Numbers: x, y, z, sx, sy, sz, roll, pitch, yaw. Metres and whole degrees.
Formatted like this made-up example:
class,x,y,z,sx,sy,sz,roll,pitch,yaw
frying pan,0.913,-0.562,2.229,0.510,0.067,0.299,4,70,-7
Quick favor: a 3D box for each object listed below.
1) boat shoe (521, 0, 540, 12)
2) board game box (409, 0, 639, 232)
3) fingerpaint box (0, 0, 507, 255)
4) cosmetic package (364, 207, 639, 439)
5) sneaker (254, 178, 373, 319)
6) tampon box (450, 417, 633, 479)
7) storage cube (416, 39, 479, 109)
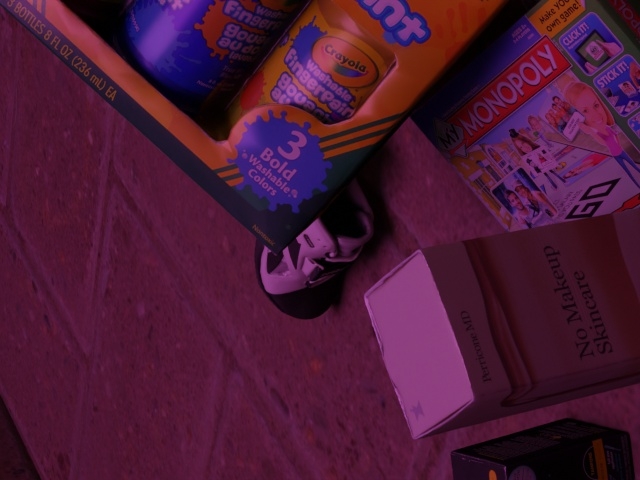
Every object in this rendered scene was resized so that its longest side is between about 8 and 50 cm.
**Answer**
class,x,y,z,sx,sy,sz,roll,pitch,yaw
boat shoe,0.247,-0.214,1.505,0.184,0.066,0.063,52,171,23
board game box,0.238,-0.114,1.476,0.213,0.046,0.317,49,149,-1
fingerpaint box,-0.075,-0.273,1.499,0.445,0.163,0.371,43,118,0
cosmetic package,0.212,0.071,1.412,0.129,0.296,0.153,-46,60,58
sneaker,0.000,0.000,1.944,0.146,0.122,0.330,32,146,32
tampon box,0.233,0.266,1.584,0.101,0.161,0.120,5,104,61
storage cube,0.052,-0.248,1.715,0.215,0.184,0.193,16,115,58
